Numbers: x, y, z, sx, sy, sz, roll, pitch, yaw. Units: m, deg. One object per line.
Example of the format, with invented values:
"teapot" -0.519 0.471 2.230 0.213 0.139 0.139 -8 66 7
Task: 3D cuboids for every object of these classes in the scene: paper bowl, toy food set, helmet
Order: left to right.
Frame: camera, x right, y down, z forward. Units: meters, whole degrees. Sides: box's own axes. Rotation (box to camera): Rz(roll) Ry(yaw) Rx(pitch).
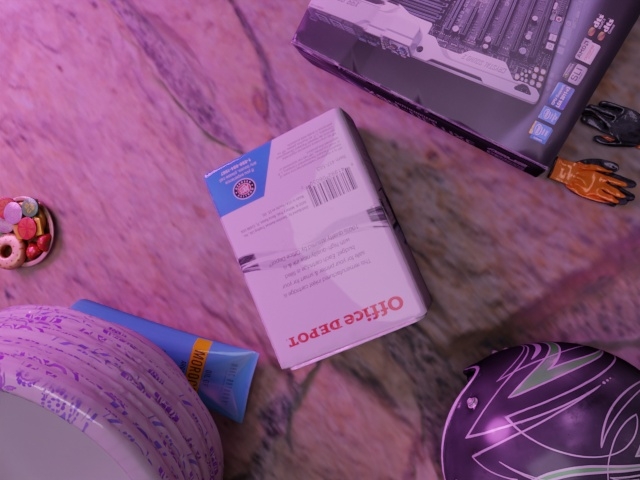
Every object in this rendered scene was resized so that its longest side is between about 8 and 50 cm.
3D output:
"toy food set" -0.340 -0.011 0.615 0.083 0.020 0.083 -12 88 15
"paper bowl" -0.226 0.188 0.499 0.284 0.148 0.284 5 114 11
"helmet" 0.179 0.156 0.409 0.169 0.161 0.169 0 91 15

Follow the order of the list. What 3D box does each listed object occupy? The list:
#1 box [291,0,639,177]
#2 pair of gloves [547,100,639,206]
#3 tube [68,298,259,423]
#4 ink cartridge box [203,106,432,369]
"box" 0.153 -0.245 0.451 0.242 0.076 0.307 31 99 12
"pair of gloves" 0.246 -0.074 0.465 0.074 0.010 0.083 27 97 13
"tube" -0.167 0.119 0.562 0.207 0.052 0.080 18 109 9
"ink cartridge box" 0.000 0.000 0.494 0.139 0.082 0.191 -24 87 14
